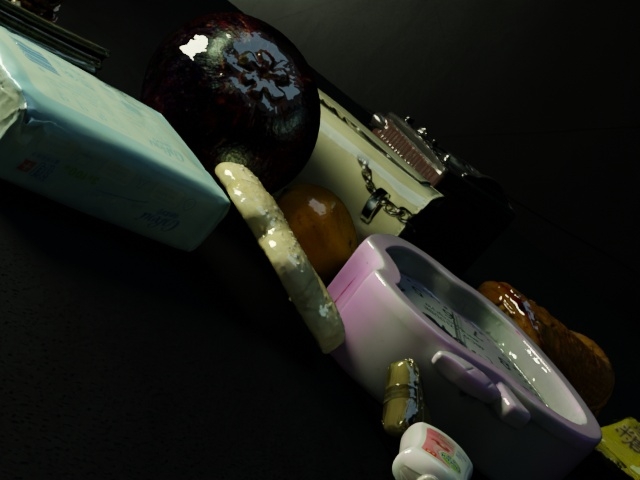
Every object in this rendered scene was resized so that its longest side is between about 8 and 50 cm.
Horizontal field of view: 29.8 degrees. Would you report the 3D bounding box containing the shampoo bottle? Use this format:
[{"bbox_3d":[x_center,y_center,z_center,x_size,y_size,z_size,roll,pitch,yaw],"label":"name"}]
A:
[{"bbox_3d":[0.098,0.202,1.051,0.072,0.043,0.099,40,12,4],"label":"shampoo bottle"}]

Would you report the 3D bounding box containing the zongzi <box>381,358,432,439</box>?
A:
[{"bbox_3d":[0.094,0.160,1.148,0.083,0.040,0.076,34,52,-37],"label":"zongzi"}]

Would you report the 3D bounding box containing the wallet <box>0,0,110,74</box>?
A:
[{"bbox_3d":[-0.363,-0.245,1.159,0.317,0.044,0.169,25,3,-25],"label":"wallet"}]

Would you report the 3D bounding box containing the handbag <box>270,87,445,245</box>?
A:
[{"bbox_3d":[-0.020,-0.114,1.571,0.358,0.160,0.237,40,2,7],"label":"handbag"}]

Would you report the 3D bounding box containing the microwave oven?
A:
[{"bbox_3d":[0.162,-0.069,1.898,0.247,0.188,0.178,24,19,-50],"label":"microwave oven"}]

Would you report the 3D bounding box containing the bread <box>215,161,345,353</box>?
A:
[{"bbox_3d":[-0.043,0.004,1.197,0.182,0.039,0.251,62,-3,-21],"label":"bread"}]

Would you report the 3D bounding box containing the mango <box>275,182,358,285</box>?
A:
[{"bbox_3d":[-0.002,-0.007,1.393,0.165,0.089,0.115,25,47,-62],"label":"mango"}]

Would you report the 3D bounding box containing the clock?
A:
[{"bbox_3d":[0.146,0.135,1.312,0.338,0.102,0.338,37,13,-10],"label":"clock"}]

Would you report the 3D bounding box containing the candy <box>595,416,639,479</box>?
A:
[{"bbox_3d":[0.443,0.309,1.605,0.187,0.081,0.297,44,10,17],"label":"candy"}]

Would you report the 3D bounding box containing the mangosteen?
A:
[{"bbox_3d":[-0.108,-0.141,1.373,0.216,0.216,0.216,37,12,-9],"label":"mangosteen"}]

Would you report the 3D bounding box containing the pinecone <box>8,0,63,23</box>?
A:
[{"bbox_3d":[-0.348,-0.299,1.431,0.102,0.102,0.109,34,-22,-24],"label":"pinecone"}]

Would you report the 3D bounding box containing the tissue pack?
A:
[{"bbox_3d":[-0.221,-0.093,1.081,0.263,0.089,0.177,28,17,-52],"label":"tissue pack"}]

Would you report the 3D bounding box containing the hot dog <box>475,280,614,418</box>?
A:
[{"bbox_3d":[0.295,0.157,1.637,0.272,0.122,0.196,32,15,-49],"label":"hot dog"}]
